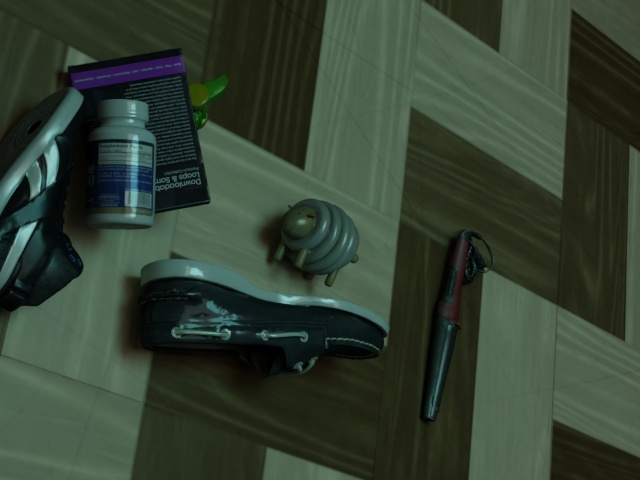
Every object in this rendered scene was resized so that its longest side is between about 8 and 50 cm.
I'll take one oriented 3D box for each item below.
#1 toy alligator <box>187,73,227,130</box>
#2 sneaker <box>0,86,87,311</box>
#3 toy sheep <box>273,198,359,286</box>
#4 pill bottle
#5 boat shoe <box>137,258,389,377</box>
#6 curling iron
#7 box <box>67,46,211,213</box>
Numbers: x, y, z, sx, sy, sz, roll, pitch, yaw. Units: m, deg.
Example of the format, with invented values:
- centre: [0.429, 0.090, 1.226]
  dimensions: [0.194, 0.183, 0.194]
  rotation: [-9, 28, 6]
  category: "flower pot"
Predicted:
- centre: [-0.166, -0.112, 1.335]
  dimensions: [0.051, 0.056, 0.189]
  rotation: [32, 68, 7]
  category: "toy alligator"
- centre: [-0.259, -0.030, 1.203]
  dimensions: [0.121, 0.079, 0.217]
  rotation: [45, 58, -30]
  category: "sneaker"
- centre: [0.000, 0.000, 1.443]
  dimensions: [0.132, 0.091, 0.091]
  rotation: [34, 55, -50]
  category: "toy sheep"
- centre: [-0.192, -0.072, 1.231]
  dimensions: [0.067, 0.067, 0.120]
  rotation: [6, 82, -44]
  category: "pill bottle"
- centre: [-0.058, 0.100, 1.341]
  dimensions: [0.303, 0.114, 0.091]
  rotation: [14, 67, -29]
  category: "boat shoe"
- centre: [0.171, 0.103, 1.615]
  dimensions: [0.068, 0.035, 0.274]
  rotation: [38, 53, -31]
  category: "curling iron"
- centre: [-0.182, -0.105, 1.285]
  dimensions: [0.116, 0.029, 0.162]
  rotation: [-10, 84, -8]
  category: "box"
